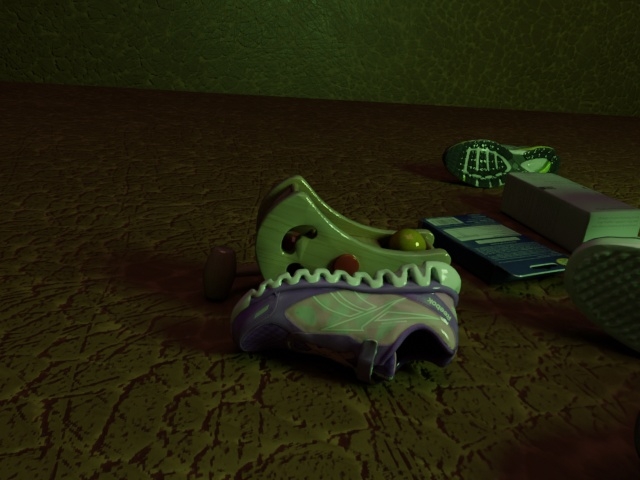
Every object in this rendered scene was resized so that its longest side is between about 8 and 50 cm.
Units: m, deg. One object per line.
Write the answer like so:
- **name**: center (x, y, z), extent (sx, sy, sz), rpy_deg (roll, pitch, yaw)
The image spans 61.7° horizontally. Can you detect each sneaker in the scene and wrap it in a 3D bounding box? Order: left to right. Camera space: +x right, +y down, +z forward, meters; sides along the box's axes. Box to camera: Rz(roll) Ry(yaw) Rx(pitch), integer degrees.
- **sneaker**: center (0.031, 0.088, 0.519), extent (0.236, 0.095, 0.105), rpy_deg (-6, 55, -3)
- **sneaker**: center (0.417, -0.183, 1.284), extent (0.299, 0.111, 0.121), rpy_deg (3, 11, -20)
- **sneaker**: center (0.436, 0.075, 0.595), extent (0.321, 0.126, 0.127), rpy_deg (25, 31, 17)

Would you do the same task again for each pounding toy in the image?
- **pounding toy**: center (0.000, 0.000, 0.631), extent (0.269, 0.154, 0.155), rpy_deg (3, 22, -7)

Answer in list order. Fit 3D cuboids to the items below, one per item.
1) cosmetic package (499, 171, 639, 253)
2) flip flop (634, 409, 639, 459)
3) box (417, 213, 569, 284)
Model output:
- **cosmetic package**: center (0.442, -0.054, 0.969), extent (0.117, 0.086, 0.231), rpy_deg (-2, 22, -18)
- **flip flop**: center (0.330, 0.163, 0.423), extent (0.112, 0.080, 0.277), rpy_deg (20, 10, 42)
- **box**: center (0.266, 0.014, 0.818), extent (0.136, 0.037, 0.225), rpy_deg (-5, 23, -24)
